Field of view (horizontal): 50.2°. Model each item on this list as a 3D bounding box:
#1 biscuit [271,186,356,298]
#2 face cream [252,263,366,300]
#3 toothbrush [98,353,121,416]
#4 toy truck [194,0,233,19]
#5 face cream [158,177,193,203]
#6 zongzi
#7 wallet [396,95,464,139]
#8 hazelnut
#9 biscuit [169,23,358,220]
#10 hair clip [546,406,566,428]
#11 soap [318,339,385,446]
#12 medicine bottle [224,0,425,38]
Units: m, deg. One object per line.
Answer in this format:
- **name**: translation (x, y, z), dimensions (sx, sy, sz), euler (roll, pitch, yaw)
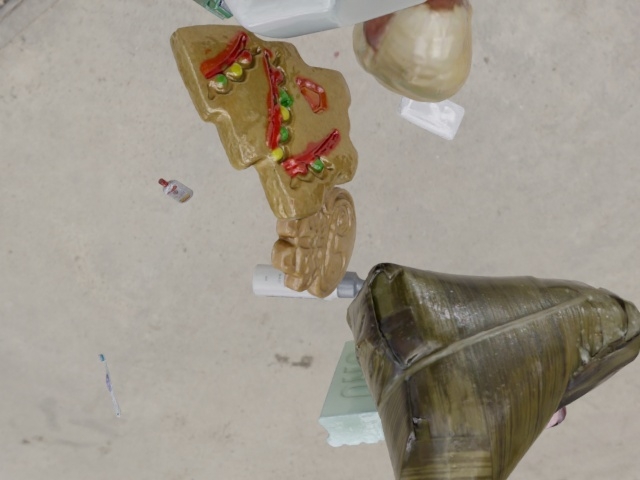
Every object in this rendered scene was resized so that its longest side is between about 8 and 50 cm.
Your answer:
- **biscuit**: translation (0.001, 0.000, 1.187), dimensions (0.044, 0.201, 0.289), euler (11, 179, 22)
- **face cream**: translation (-0.020, 0.111, 1.807), dimensions (0.312, 0.092, 0.092), euler (1, 132, 11)
- **toothbrush**: translation (-0.418, 0.287, 1.359), dimensions (0.011, 0.131, 0.013), euler (-26, 168, 23)
- **toy truck**: translation (-0.235, -0.561, 1.574), dimensions (0.065, 0.147, 0.079), euler (25, 102, -41)
- **face cream**: translation (-0.296, -0.103, 1.387), dimensions (0.040, 0.021, 0.083), euler (-37, 145, 13)
- **zongzi**: translation (0.177, 0.158, 0.612), dimensions (0.286, 0.288, 0.134), euler (1, 139, -12)
- **wallet**: translation (0.278, -0.327, 1.725), dimensions (0.190, 0.033, 0.095), euler (21, 93, -26)
- **hazelnut**: translation (0.199, -0.394, 1.330), dimensions (0.241, 0.261, 0.261), euler (-44, 129, -18)
- **biscuit**: translation (-0.049, -0.139, 0.700), dimensions (0.239, 0.212, 0.041), euler (36, 144, -28)
- **hair clip**: translation (0.199, 0.194, 0.799), dimensions (0.123, 0.102, 0.138), euler (47, 153, -3)
- **soap**: translation (0.079, 0.244, 1.136), dimensions (0.119, 0.198, 0.066), euler (-13, 115, 22)
- **medicine bottle**: translation (0.030, -0.281, 0.577), dimensions (0.124, 0.324, 0.179), euler (-3, 112, 31)
